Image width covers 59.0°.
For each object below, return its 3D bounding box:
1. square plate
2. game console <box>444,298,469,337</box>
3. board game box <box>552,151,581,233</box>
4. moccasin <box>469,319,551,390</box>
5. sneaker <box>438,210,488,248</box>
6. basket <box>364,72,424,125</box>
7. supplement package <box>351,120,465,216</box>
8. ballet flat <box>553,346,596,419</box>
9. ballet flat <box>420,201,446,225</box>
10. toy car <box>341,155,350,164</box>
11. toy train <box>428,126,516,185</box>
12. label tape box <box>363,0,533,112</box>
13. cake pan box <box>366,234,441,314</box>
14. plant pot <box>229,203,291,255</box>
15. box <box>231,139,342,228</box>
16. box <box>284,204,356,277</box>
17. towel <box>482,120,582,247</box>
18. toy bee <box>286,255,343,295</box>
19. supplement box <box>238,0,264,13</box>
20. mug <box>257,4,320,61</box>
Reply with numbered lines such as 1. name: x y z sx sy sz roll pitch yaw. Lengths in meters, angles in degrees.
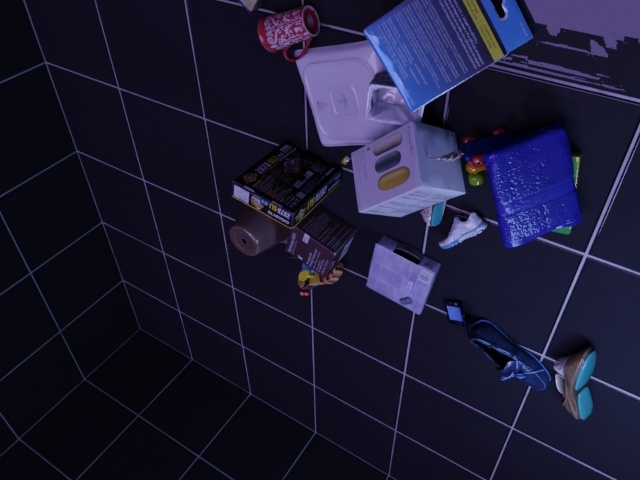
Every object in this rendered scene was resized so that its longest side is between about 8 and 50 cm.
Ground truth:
1. square plate: 0.086 -0.450 1.808 0.343 0.049 0.347 7 129 36
2. game console: 0.508 0.291 2.105 0.107 0.071 0.122 6 128 37
3. board game box: 0.661 -0.138 1.606 0.124 0.039 0.260 14 131 31
4. moccasin: 0.673 0.441 2.061 0.342 0.117 0.138 37 141 8
5. sneaker: 0.456 -0.039 1.859 0.083 0.071 0.190 53 133 -2
6. basket: 0.221 -0.411 1.645 0.167 0.103 0.113 12 130 8
7. supplement package: 0.259 -0.206 1.703 0.262 0.198 0.200 -21 72 48
8. ballet flat: 0.871 0.477 1.951 0.124 0.116 0.343 30 148 47
9. ballet flat: 0.369 -0.148 1.819 0.077 0.091 0.241 50 145 35
10. toy car: 0.127 -0.251 1.953 0.122 0.060 0.041 36 110 -1
11. toy train: 0.434 -0.215 1.608 0.247 0.105 0.143 -14 137 5
12. label tape box: 0.320 -0.532 1.450 0.347 0.115 0.249 -30 106 16
13. cake pan box: 0.307 0.129 2.136 0.245 0.070 0.267 25 139 18
14. plant pot: -0.244 -0.057 2.315 0.263 0.229 0.263 23 138 22
15. box: -0.111 -0.206 1.985 0.257 0.322 0.079 27 138 18
16. box: 0.000 0.000 2.201 0.203 0.167 0.169 34 141 12
17. towel: 0.572 -0.148 1.533 0.227 0.076 0.308 -21 118 4
18. toy bee: -0.026 0.157 2.381 0.298 0.195 0.162 180 97 -66
19. supplement box: -0.217 -0.776 1.764 0.083 0.056 0.083 46 142 -3
20. mug: -0.083 -0.647 1.747 0.169 0.113 0.150 -3 157 37
